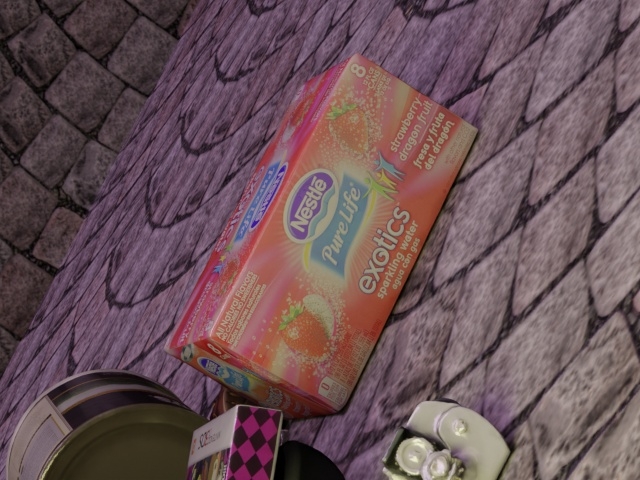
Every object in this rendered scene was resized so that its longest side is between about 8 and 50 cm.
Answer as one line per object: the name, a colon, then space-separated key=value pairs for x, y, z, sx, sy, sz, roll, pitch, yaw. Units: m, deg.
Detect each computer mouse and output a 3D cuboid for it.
computer mouse: x=-0.026 y=0.228 z=1.543 sx=0.272 sy=0.072 sz=0.188 roll=136 pitch=149 yaw=-72

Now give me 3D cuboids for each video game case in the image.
video game case: x=-0.082 y=0.249 z=1.481 sx=0.210 sy=0.042 sz=0.232 roll=139 pitch=141 yaw=-74

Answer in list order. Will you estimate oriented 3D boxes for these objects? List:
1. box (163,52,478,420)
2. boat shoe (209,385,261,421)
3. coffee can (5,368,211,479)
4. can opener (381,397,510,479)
box: x=0.000 y=0.000 z=1.775 sx=0.300 sy=0.142 sz=0.154 roll=-63 pitch=15 yaw=-16
boat shoe: x=-0.073 y=0.167 z=1.866 sx=0.060 sy=0.064 sz=0.178 roll=-62 pitch=7 yaw=11
coffee can: x=-0.181 y=0.233 z=1.799 sx=0.201 sy=0.201 sz=0.275 roll=-60 pitch=14 yaw=-4
can opener: x=0.043 y=0.236 z=1.316 sx=0.280 sy=0.074 sz=0.093 roll=-61 pitch=-21 yaw=-12
